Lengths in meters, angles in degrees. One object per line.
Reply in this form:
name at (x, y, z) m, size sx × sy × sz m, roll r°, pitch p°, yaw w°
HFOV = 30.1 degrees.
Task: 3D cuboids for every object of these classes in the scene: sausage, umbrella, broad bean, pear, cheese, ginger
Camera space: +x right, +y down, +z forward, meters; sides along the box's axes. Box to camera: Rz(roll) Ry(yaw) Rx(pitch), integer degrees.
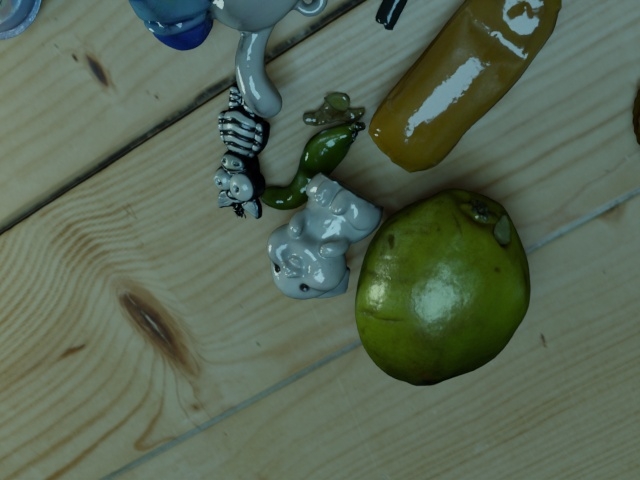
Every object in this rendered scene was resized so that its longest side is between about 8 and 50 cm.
sausage at (0.218, -0.256, 1.728) m, size 0.134 × 0.116 × 0.354 m, roll 44°, pitch 108°, yaw 4°
umbrella at (0.118, -0.371, 1.735) m, size 0.036 × 0.031 × 0.133 m, roll 25°, pitch 113°, yaw -6°
broad bean at (-0.008, -0.118, 1.848) m, size 0.070 × 0.048 × 0.213 m, roll 43°, pitch 114°, yaw -12°
pear at (0.182, 0.075, 1.798) m, size 0.269 × 0.269 × 0.321 m, roll 12°, pitch 125°, yaw 2°
cheese at (-0.467, -0.399, 1.780) m, size 0.135 × 0.052 × 0.245 m, roll 36°, pitch 112°, yaw -9°
ginger at (0.018, -0.199, 1.819) m, size 0.097 × 0.030 × 0.048 m, roll -6°, pitch 113°, yaw 7°

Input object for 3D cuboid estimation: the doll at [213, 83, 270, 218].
doll at (-0.123, -0.132, 1.844) m, size 0.091 × 0.067 × 0.219 m, roll 18°, pitch 118°, yaw 29°

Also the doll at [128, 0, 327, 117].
doll at (-0.161, -0.403, 1.690) m, size 0.365 × 0.187 × 0.376 m, roll 17°, pitch 87°, yaw -9°

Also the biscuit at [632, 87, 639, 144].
biscuit at (0.570, -0.179, 1.745) m, size 0.220 × 0.066 × 0.220 m, roll 2°, pitch 116°, yaw 4°

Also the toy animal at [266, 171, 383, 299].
toy animal at (0.006, -0.004, 1.823) m, size 0.127 × 0.178 × 0.193 m, roll 32°, pitch 105°, yaw 12°
